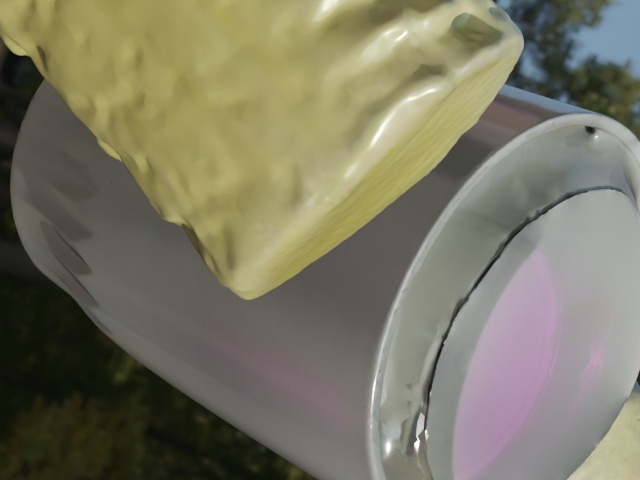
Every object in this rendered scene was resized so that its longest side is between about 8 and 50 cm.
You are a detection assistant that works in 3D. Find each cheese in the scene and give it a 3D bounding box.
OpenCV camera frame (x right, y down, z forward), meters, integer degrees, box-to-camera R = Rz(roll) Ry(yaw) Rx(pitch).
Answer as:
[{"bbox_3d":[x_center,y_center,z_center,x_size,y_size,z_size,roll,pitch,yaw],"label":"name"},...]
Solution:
[{"bbox_3d":[-0.033,-0.078,0.519,0.123,0.167,0.094,-47,172,28],"label":"cheese"}]

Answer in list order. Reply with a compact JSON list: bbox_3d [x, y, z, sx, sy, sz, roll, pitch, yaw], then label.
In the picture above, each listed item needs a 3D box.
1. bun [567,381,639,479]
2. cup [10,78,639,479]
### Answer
[{"bbox_3d":[0.142,0.125,1.371,0.361,0.213,0.361,163,-90,-71],"label":"bun"},{"bbox_3d":[0.000,0.000,1.041,0.372,0.253,0.253,25,-87,38],"label":"cup"}]
